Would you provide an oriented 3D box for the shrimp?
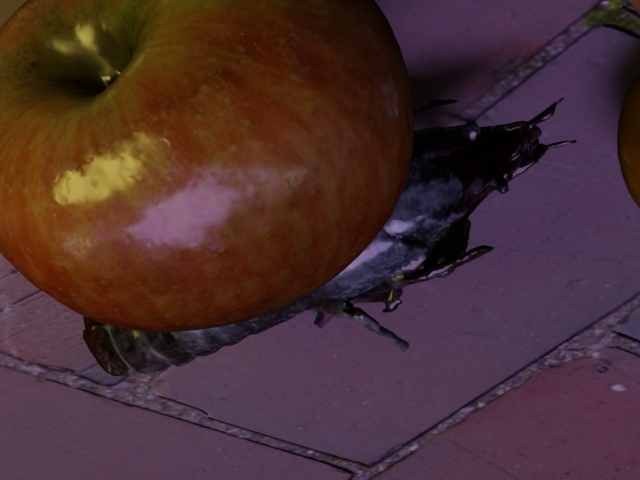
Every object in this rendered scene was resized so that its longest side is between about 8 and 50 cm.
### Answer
[{"bbox_3d":[0.003,-0.001,1.419,0.410,0.166,0.221,-29,102,-3],"label":"shrimp"}]

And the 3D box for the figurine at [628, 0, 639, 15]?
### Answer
[{"bbox_3d":[0.283,-0.233,1.151,0.211,0.261,0.269,-20,153,-32],"label":"figurine"}]

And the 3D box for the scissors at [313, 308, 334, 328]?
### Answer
[{"bbox_3d":[0.025,0.020,1.614,0.133,0.020,0.187,19,136,-27],"label":"scissors"}]

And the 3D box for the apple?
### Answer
[{"bbox_3d":[-0.086,-0.064,1.250,0.309,0.277,0.250,-10,143,26],"label":"apple"}]

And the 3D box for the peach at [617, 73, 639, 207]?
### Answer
[{"bbox_3d":[0.358,-0.088,1.407,0.251,0.153,0.251,1,146,1],"label":"peach"}]
